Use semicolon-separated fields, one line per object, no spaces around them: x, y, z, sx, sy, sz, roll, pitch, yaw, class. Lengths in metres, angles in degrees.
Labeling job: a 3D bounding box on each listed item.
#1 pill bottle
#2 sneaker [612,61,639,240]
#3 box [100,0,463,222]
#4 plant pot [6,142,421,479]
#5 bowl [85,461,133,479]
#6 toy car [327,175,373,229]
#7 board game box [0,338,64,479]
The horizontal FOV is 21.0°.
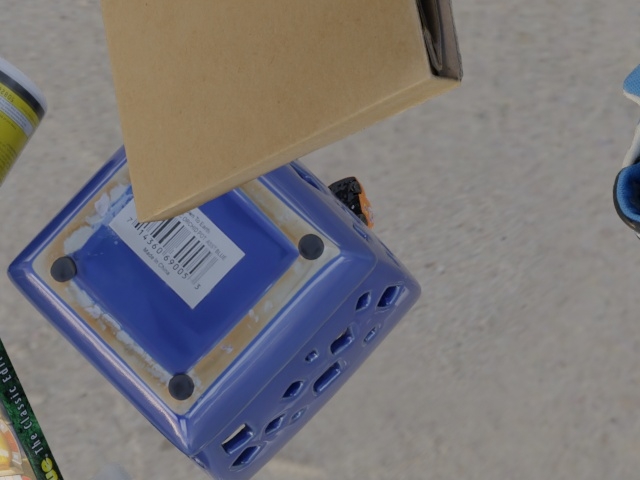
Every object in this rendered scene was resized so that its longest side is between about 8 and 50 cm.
-0.302;-0.059;1.364;0.103;0.103;0.184;25;73;14;pill bottle
0.169;-0.007;0.766;0.086;0.237;0.085;-19;49;-5;sneaker
-0.028;-0.109;0.680;0.201;0.021;0.164;-22;75;50;box
-0.085;0.029;1.330;0.236;0.212;0.236;44;88;13;plant pot
-0.231;0.357;1.575;0.134;0.298;0.297;-7;97;-20;bowl
0.000;0.000;1.509;0.122;0.040;0.060;-39;57;17;toy car
-0.268;0.151;1.336;0.136;0.030;0.259;-11;106;42;board game box
